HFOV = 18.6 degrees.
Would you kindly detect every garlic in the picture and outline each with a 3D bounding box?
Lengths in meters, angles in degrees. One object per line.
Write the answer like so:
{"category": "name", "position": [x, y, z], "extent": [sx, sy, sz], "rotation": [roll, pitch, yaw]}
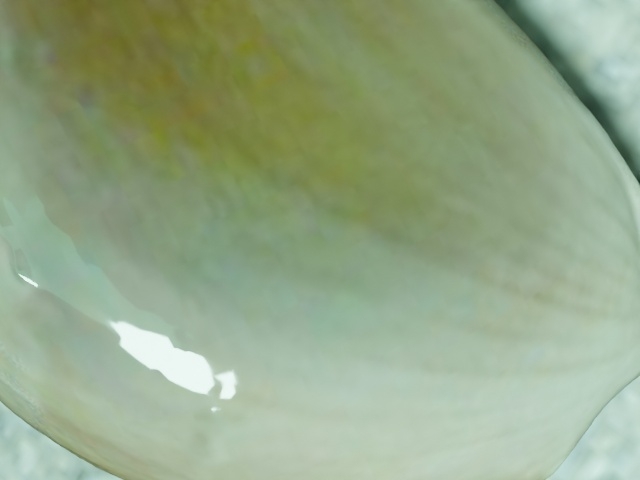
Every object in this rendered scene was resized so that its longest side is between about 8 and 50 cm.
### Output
{"category": "garlic", "position": [0.002, 0.004, 0.458], "extent": [0.266, 0.128, 0.148], "rotation": [37, 119, -4]}
